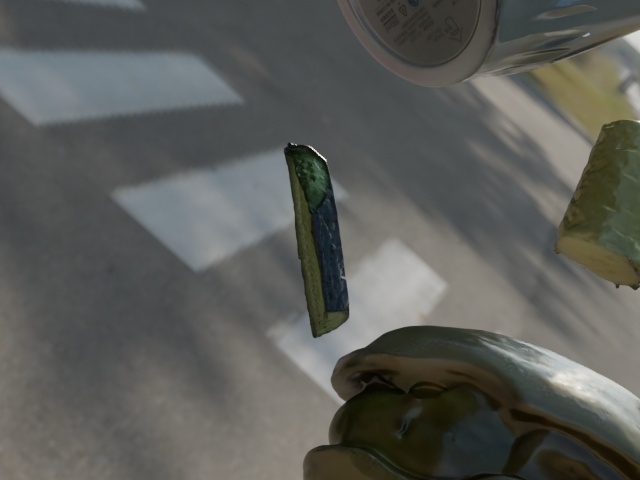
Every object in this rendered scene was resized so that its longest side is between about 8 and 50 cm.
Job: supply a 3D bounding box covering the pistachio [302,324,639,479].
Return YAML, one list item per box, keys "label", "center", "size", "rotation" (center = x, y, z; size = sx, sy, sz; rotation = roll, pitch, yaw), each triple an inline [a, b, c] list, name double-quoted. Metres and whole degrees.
- label: "pistachio"
  center: [0.129, 0.160, 1.128]
  size: [0.288, 0.166, 0.197]
  rotation: [27, -24, -7]

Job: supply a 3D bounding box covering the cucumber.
- label: "cucumber"
  center: [0.000, 0.000, 1.879]
  size: [0.070, 0.046, 0.220]
  rotation: [-156, -124, -79]

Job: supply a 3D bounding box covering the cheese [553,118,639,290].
- label: "cheese"
  center: [0.347, -0.043, 1.963]
  size: [0.123, 0.167, 0.094]
  rotation: [28, -17, -4]

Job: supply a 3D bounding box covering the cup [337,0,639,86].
- label: "cup"
  center: [0.203, -0.282, 1.514]
  size: [0.372, 0.253, 0.253]
  rotation: [-27, 62, -35]
